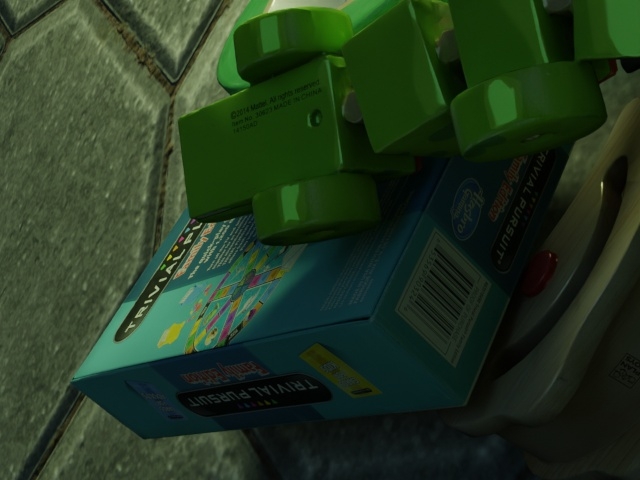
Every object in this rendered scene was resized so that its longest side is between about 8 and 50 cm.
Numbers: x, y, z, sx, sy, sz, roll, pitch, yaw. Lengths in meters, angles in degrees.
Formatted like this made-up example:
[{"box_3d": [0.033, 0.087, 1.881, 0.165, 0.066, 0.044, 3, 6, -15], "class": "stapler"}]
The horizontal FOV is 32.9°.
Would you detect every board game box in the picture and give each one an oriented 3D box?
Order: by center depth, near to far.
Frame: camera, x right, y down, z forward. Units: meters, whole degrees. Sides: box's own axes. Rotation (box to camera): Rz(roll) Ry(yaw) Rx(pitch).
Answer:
[{"box_3d": [0.000, 0.000, 0.726, 0.336, 0.079, 0.254, -18, 36, 50], "class": "board game box"}]

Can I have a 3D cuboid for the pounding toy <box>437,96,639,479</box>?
[{"box_3d": [0.171, 0.073, 0.598, 0.270, 0.154, 0.154, -60, 10, -2], "class": "pounding toy"}]

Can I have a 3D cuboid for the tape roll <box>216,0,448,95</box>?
[{"box_3d": [0.069, -0.193, 0.722, 0.321, 0.077, 0.321, -38, 23, 20], "class": "tape roll"}]

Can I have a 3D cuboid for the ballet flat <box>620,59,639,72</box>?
[{"box_3d": [0.249, -0.111, 0.594, 0.203, 0.074, 0.074, 12, 84, 45], "class": "ballet flat"}]

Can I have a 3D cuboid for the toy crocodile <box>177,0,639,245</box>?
[{"box_3d": [0.049, -0.075, 0.534, 0.340, 0.105, 0.115, -21, 75, 42], "class": "toy crocodile"}]
